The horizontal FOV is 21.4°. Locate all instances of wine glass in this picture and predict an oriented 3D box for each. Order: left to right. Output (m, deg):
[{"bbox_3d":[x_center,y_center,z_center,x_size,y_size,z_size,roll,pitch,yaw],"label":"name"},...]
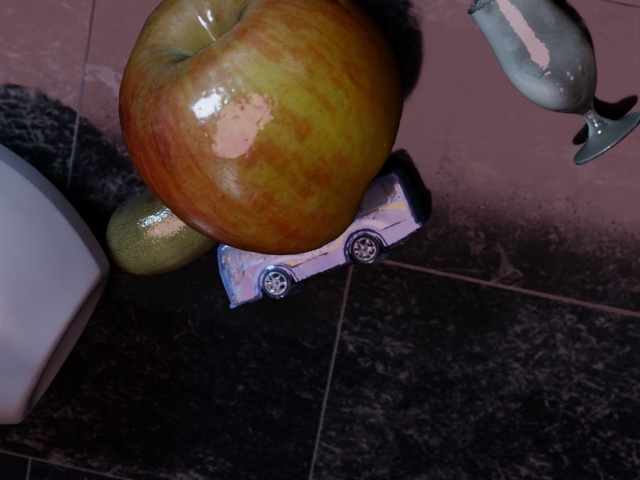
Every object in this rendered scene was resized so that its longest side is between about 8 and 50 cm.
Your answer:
[{"bbox_3d":[0.242,-0.183,1.766,0.093,0.093,0.202,-34,99,16],"label":"wine glass"}]

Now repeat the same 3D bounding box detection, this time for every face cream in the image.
[{"bbox_3d":[-0.429,0.023,1.850,0.357,0.219,0.312,31,110,1],"label":"face cream"}]

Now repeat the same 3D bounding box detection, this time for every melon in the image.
[{"bbox_3d":[-0.161,-0.021,1.863,0.162,0.099,0.099,-27,101,11],"label":"melon"}]

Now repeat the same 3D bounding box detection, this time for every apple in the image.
[{"bbox_3d":[-0.052,-0.124,1.727,0.301,0.301,0.302,2,107,7],"label":"apple"}]

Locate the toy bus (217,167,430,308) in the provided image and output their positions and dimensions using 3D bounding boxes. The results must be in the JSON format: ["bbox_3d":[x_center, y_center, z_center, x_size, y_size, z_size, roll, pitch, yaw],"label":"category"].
[{"bbox_3d":[0.000,-0.002,1.864,0.236,0.079,0.094,-21,86,13],"label":"toy bus"}]
